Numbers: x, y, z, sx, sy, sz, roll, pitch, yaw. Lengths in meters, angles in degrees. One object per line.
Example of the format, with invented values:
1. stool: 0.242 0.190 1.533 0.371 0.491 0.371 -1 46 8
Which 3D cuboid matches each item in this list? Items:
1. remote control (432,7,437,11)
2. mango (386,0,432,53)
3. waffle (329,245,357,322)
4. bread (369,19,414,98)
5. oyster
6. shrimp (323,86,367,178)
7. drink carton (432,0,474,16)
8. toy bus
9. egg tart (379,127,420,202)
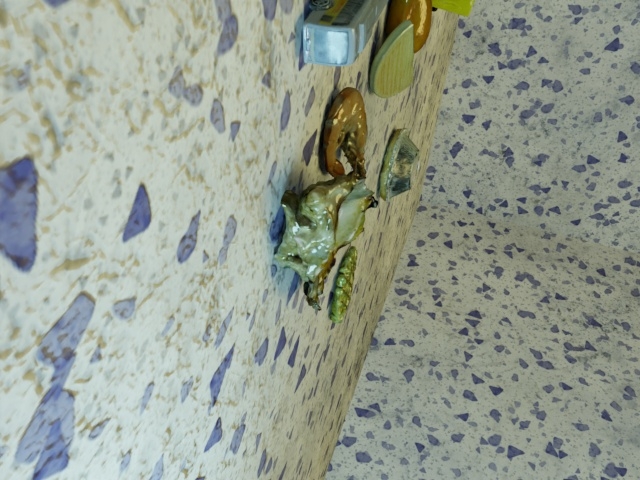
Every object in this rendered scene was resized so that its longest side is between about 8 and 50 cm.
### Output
1. remote control: 0.328 -0.723 1.676 0.212 0.028 0.059 0 106 -78
2. mango: 0.183 -0.464 1.195 0.115 0.089 0.165 -43 144 -52
3. waffle: 0.063 0.113 1.467 0.169 0.036 0.184 -64 165 -48
4. bread: 0.138 -0.350 1.181 0.112 0.036 0.193 -42 158 -7
5. oyster: -0.003 0.002 0.886 0.361 0.096 0.221 19 91 -78
6. shrimp: 0.045 -0.160 0.997 0.236 0.053 0.133 73 32 -63
7. drink carton: 0.290 -0.622 1.205 0.351 0.154 0.111 87 22 -81
8. toy bus: 0.036 -0.291 0.737 0.064 0.075 0.191 92 17 -50
9. egg tart: 0.241 -0.220 1.750 0.234 0.094 0.234 16 90 -76
